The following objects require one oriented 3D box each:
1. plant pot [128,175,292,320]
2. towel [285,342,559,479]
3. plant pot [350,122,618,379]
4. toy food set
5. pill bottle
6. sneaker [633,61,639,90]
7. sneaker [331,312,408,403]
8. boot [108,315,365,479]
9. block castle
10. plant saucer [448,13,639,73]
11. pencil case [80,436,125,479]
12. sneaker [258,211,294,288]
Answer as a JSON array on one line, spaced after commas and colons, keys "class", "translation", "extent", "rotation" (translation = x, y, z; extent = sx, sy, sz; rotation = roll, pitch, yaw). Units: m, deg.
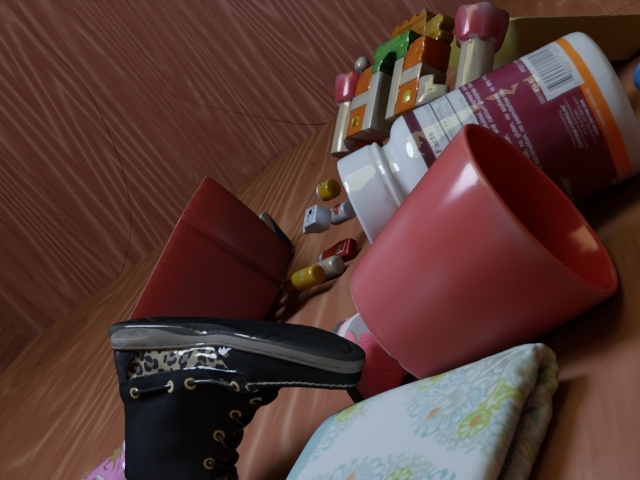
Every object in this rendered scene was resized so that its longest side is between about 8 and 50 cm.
[{"class": "plant pot", "translation": [-0.206, 0.068, 2.062], "extent": [0.267, 0.236, 0.267], "rotation": [-61, 6, 21]}, {"class": "towel", "translation": [0.077, 0.281, 1.088], "extent": [0.320, 0.090, 0.374], "rotation": [-24, 21, 39]}, {"class": "plant pot", "translation": [0.187, 0.033, 1.262], "extent": [0.243, 0.275, 0.275], "rotation": [-45, 11, 24]}, {"class": "toy food set", "translation": [0.000, 0.000, 2.064], "extent": [0.104, 0.111, 0.232], "rotation": [-24, 52, 48]}, {"class": "pill bottle", "translation": [0.238, -0.114, 1.458], "extent": [0.392, 0.224, 0.224], "rotation": [-26, 16, 8]}, {"class": "sneaker", "translation": [0.546, -0.255, 1.566], "extent": [0.082, 0.069, 0.209], "rotation": [-49, 16, -20]}, {"class": "sneaker", "translation": [0.117, 0.112, 1.439], "extent": [0.136, 0.116, 0.314], "rotation": [-28, 18, 34]}, {"class": "boot", "translation": [-0.121, 0.252, 1.368], "extent": [0.377, 0.284, 0.138], "rotation": [3, 2, 22]}, {"class": "block castle", "translation": [0.237, -0.250, 1.778], "extent": [0.453, 0.303, 0.213], "rotation": [-16, 60, 59]}, {"class": "plant saucer", "translation": [0.423, -0.365, 1.949], "extent": [0.333, 0.081, 0.333], "rotation": [-5, 4, -18]}, {"class": "pencil case", "translation": [-0.378, 0.454, 1.582], "extent": [0.386, 0.167, 0.160], "rotation": [-36, -17, 14]}, {"class": "sneaker", "translation": [-0.174, 0.060, 2.331], "extent": [0.182, 0.127, 0.315], "rotation": [-33, 17, 17]}]
